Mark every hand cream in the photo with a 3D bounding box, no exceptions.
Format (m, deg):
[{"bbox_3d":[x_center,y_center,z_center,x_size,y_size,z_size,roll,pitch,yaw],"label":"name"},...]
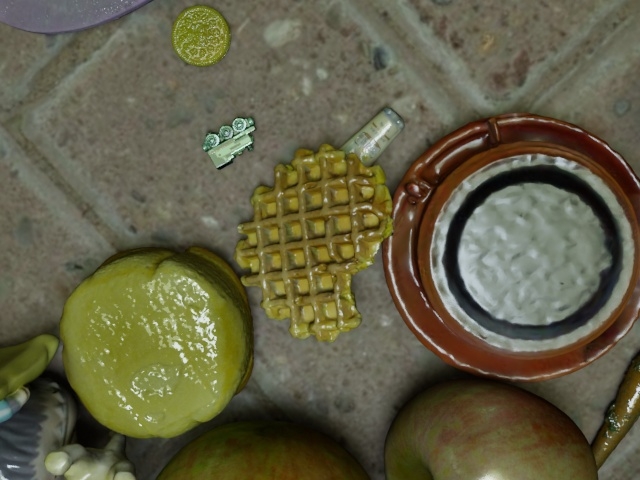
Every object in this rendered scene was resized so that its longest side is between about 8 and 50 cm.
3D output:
[{"bbox_3d":[0.058,-0.129,0.922,0.061,0.039,0.143,44,98,-5],"label":"hand cream"}]

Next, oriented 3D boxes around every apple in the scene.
[{"bbox_3d":[0.220,0.301,0.848,0.234,0.257,0.257,-10,94,-24],"label":"apple"},{"bbox_3d":[-0.080,0.397,0.828,0.339,0.339,0.339,0,94,1],"label":"apple"}]

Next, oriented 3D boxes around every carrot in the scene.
[{"bbox_3d":[0.431,0.262,0.943,0.049,0.049,0.254,26,98,-1],"label":"carrot"}]

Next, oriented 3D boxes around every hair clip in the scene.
[{"bbox_3d":[-0.327,-0.360,0.895,0.358,0.110,0.095,-8,54,5],"label":"hair clip"}]

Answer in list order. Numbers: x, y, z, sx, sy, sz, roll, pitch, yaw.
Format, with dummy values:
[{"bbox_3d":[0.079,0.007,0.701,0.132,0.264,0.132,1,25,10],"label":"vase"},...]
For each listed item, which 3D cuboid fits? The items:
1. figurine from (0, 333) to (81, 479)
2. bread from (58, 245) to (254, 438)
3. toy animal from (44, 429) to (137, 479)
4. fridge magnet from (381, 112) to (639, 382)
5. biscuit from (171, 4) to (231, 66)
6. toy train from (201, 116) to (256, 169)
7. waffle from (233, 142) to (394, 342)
[{"bbox_3d":[-0.438,0.356,0.808,0.266,0.361,0.378,-14,101,27],"label":"figurine"},{"bbox_3d":[-0.221,0.136,0.890,0.270,0.148,0.270,0,97,4],"label":"bread"},{"bbox_3d":[-0.293,0.360,0.799,0.121,0.168,0.233,12,81,-3],"label":"toy animal"},{"bbox_3d":[0.263,0.012,0.866,0.363,0.155,0.363,0,93,6],"label":"fridge magnet"},{"bbox_3d":[-0.168,-0.287,0.918,0.084,0.023,0.084,0,96,2],"label":"biscuit"},{"bbox_3d":[-0.125,-0.141,0.924,0.083,0.033,0.053,-28,98,2],"label":"toy train"},{"bbox_3d":[0.000,0.000,0.881,0.253,0.056,0.249,-43,70,16],"label":"waffle"}]
